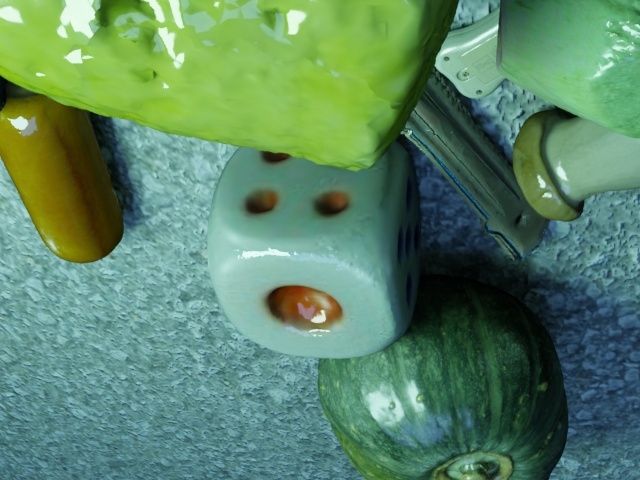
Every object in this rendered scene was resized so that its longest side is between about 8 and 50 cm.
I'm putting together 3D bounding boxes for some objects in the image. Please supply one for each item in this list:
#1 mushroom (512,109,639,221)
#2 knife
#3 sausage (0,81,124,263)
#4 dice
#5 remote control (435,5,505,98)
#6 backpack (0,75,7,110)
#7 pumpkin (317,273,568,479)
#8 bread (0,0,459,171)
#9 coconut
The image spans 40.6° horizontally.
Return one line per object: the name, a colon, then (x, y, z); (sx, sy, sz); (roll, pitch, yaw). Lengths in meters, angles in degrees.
mushroom: (0.322, -0.113, 0.730); (0.350, 0.128, 0.128); (-22, 130, 39)
knife: (0.125, -0.091, 0.859); (0.089, 0.043, 0.365); (-44, 127, 9)
sausage: (-0.294, -0.076, 0.975); (0.105, 0.105, 0.274); (6, 140, 9)
dice: (0.000, 0.000, 0.909); (0.193, 0.191, 0.194); (-1, 140, 16)
remote control: (0.162, -0.176, 0.771); (0.122, 0.032, 0.074); (-25, 127, 39)
backpack: (-0.411, -0.162, 0.808); (0.258, 0.133, 0.206); (-3, 147, 44)
pumpkin: (0.146, 0.193, 1.050); (0.292, 0.257, 0.327); (-5, 134, 3)
bread: (-0.061, -0.222, 0.506); (0.308, 0.348, 0.348); (6, 142, -8)
coconut: (0.230, -0.186, 0.609); (0.205, 0.235, 0.236); (3, 148, -28)
